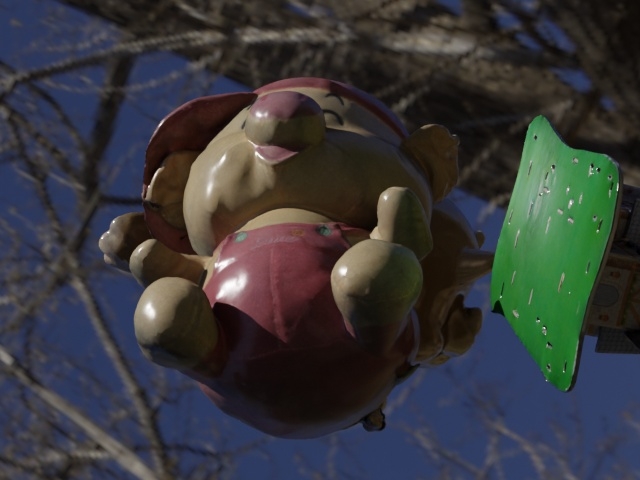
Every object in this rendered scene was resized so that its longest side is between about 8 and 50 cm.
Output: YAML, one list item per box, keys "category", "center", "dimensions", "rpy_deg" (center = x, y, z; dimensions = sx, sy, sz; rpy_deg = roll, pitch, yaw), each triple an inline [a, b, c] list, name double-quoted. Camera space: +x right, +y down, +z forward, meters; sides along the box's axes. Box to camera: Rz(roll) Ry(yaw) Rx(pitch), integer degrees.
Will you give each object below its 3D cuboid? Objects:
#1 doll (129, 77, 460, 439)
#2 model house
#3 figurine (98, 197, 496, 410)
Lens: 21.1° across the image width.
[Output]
- category: "doll"
  center: [-0.015, -0.007, 1.036]
  dimensions: [0.196, 0.256, 0.152]
  rpy_deg: [16, -53, -8]
- category: "model house"
  center: [0.155, 0.010, 0.870]
  dimensions: [0.088, 0.167, 0.117]
  rpy_deg: [11, -80, -11]
- category: "figurine"
  center: [0.004, 0.002, 1.238]
  dimensions: [0.173, 0.247, 0.177]
  rpy_deg: [-61, -15, 4]
